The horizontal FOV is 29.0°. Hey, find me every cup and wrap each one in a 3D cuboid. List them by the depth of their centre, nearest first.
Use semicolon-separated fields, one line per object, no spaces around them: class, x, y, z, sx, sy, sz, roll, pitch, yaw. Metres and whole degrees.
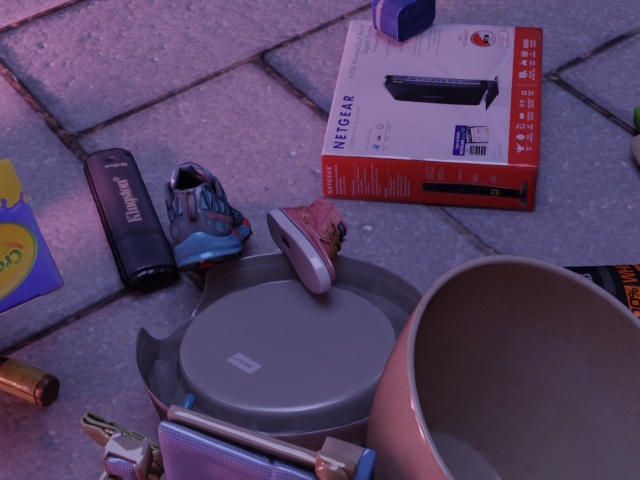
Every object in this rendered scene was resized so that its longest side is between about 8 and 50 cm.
cup;0.173;0.214;1.192;0.331;0.237;0.331;16;50;-20

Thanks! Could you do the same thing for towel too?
towel;-0.199;0.236;1.356;0.110;0.148;0.027;21;70;24

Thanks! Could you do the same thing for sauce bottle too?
sauce bottle;-0.380;0.164;1.511;0.128;0.042;0.042;20;49;20

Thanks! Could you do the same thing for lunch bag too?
lunch bag;0.126;-0.354;1.878;0.098;0.067;0.065;-34;52;-29

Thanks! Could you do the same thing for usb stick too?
usb stick;-0.265;-0.033;1.706;0.077;0.045;0.278;-16;45;-12

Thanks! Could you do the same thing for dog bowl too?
dog bowl;-0.036;0.147;1.425;0.348;0.102;0.349;-3;32;2

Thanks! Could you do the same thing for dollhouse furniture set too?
dollhouse furniture set;-0.119;0.284;1.143;0.286;0.303;0.198;18;57;9

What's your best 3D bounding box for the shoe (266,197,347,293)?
shoe;0.000;0.000;1.500;0.081;0.063;0.178;-18;30;-14

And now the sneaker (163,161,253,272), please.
sneaker;-0.147;-0.045;1.597;0.104;0.125;0.262;-13;10;-4

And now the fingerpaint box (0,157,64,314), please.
fingerpaint box;-0.564;0.082;1.332;0.445;0.163;0.371;-27;8;-35

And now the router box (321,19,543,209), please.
router box;0.172;-0.192;1.815;0.301;0.082;0.335;4;44;7

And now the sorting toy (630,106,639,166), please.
sorting toy;0.555;-0.095;1.722;0.196;0.047;0.348;-14;45;-4

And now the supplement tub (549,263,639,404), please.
supplement tub;0.357;0.129;1.386;0.338;0.207;0.207;-2;44;1
